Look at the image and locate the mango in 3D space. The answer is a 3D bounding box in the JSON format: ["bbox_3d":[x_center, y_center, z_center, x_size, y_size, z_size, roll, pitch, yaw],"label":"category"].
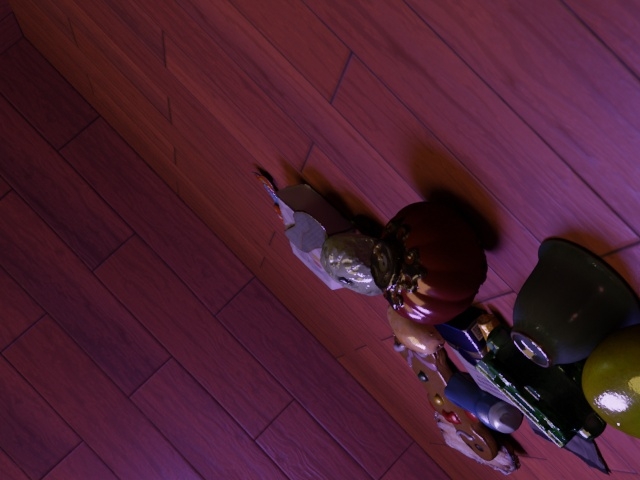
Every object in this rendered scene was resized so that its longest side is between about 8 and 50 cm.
[{"bbox_3d":[0.483,0.194,1.249,0.185,0.149,0.273,26,157,6],"label":"mango"}]

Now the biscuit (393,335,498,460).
[{"bbox_3d":[0.356,0.449,2.457,0.432,0.064,0.283,58,162,-8],"label":"biscuit"}]

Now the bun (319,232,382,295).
[{"bbox_3d":[0.093,0.063,2.054,0.221,0.108,0.221,14,165,4],"label":"bun"}]

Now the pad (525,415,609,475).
[{"bbox_3d":[0.566,0.456,2.067,0.233,0.022,0.174,28,157,51],"label":"pad"}]

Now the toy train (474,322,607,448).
[{"bbox_3d":[0.420,0.262,1.645,0.266,0.145,0.202,44,176,13],"label":"toy train"}]

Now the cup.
[{"bbox_3d":[0.376,0.119,1.374,0.199,0.150,0.199,43,166,13],"label":"cup"}]

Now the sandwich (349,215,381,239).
[{"bbox_3d":[0.107,-0.030,2.049,0.069,0.026,0.101,47,171,-21],"label":"sandwich"}]

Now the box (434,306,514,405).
[{"bbox_3d":[0.363,0.251,1.976,0.259,0.071,0.168,50,167,-22],"label":"box"}]

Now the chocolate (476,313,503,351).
[{"bbox_3d":[0.395,0.248,1.857,0.219,0.085,0.085,56,164,-20],"label":"chocolate"}]

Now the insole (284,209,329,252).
[{"bbox_3d":[-0.037,-0.016,2.201,0.119,0.009,0.348,45,166,-3],"label":"insole"}]

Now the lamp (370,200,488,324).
[{"bbox_3d":[0.201,0.041,1.593,0.227,0.227,0.227,43,167,13],"label":"lamp"}]

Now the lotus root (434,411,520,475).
[{"bbox_3d":[0.475,0.579,2.596,0.329,0.078,0.167,21,138,53],"label":"lotus root"}]

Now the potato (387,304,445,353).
[{"bbox_3d":[0.236,0.214,2.188,0.178,0.109,0.118,43,-171,38],"label":"potato"}]

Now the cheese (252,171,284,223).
[{"bbox_3d":[-0.113,-0.098,2.497,0.106,0.037,0.256,25,156,54],"label":"cheese"}]

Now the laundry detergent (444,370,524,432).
[{"bbox_3d":[0.408,0.404,2.131,0.143,0.094,0.290,31,180,-12],"label":"laundry detergent"}]

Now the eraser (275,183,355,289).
[{"bbox_3d":[0.000,0.000,2.341,0.213,0.082,0.397,43,166,19],"label":"eraser"}]
